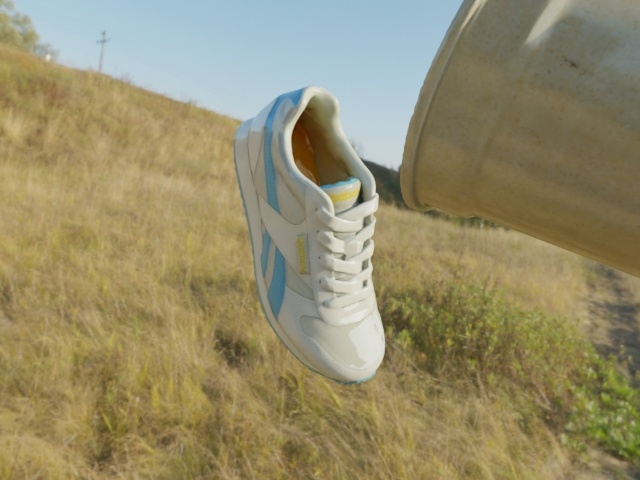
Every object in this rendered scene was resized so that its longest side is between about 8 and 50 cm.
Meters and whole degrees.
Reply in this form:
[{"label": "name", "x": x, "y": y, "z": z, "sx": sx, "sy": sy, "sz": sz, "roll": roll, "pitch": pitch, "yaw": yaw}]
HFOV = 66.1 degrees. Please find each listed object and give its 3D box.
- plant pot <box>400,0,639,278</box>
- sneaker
[{"label": "plant pot", "x": 0.299, "y": -0.105, "z": 0.489, "sx": 0.305, "sy": 0.334, "sz": 0.334, "roll": 34, "pitch": 15, "yaw": 24}, {"label": "sneaker", "x": 0.000, "y": 0.000, "z": 0.373, "sx": 0.087, "sy": 0.229, "sz": 0.092, "roll": -19, "pitch": 0, "yaw": -35}]
